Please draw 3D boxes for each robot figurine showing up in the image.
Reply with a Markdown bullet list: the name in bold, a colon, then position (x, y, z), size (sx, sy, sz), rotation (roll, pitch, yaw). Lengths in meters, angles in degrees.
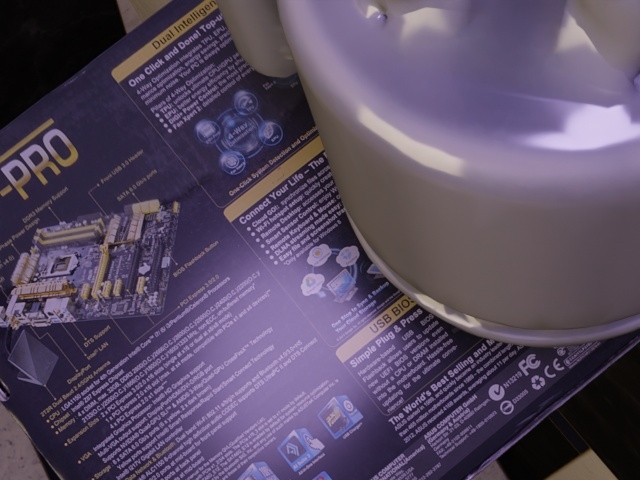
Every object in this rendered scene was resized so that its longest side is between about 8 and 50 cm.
- **robot figurine**: position (0.095, -0.073, 0.532), size (0.300, 0.199, 0.353), rotation (20, 165, 14)

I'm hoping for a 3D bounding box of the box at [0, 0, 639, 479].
- **box**: position (0.000, 0.000, 0.750), size (0.318, 0.395, 0.097), rotation (51, 174, 2)
